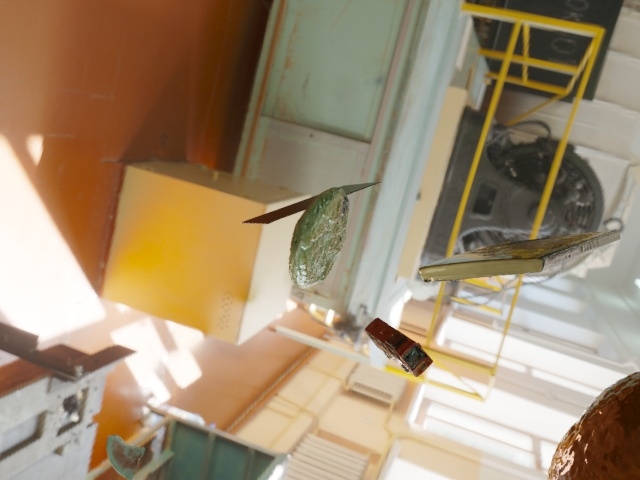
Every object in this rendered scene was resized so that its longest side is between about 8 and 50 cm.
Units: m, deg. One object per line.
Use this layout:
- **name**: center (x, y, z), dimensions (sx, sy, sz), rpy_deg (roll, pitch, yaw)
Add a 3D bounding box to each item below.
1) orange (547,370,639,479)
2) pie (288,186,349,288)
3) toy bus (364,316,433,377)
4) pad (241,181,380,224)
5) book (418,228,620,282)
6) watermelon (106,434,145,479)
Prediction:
- **orange**: center (0.414, 0.310, 0.753), dimensions (0.357, 0.322, 0.322), rpy_deg (-58, 173, 22)
- **pie**: center (0.000, 0.000, 0.509), dimensions (0.085, 0.017, 0.085), rpy_deg (-51, 156, -32)
- **toy bus**: center (0.089, 0.123, 0.796), dimensions (0.031, 0.043, 0.110), rpy_deg (-42, -161, -9)
- **pad**: center (-0.027, -0.089, 1.632), dimensions (0.202, 0.300, 0.005), rpy_deg (5, -66, 66)
- **book**: center (0.248, 0.018, 0.832), dimensions (0.228, 0.160, 0.024), rpy_deg (-11, 92, -46)
- **watermelon**: center (-0.340, 0.370, 1.195), dimensions (0.085, 0.061, 0.085), rpy_deg (159, -90, -86)
